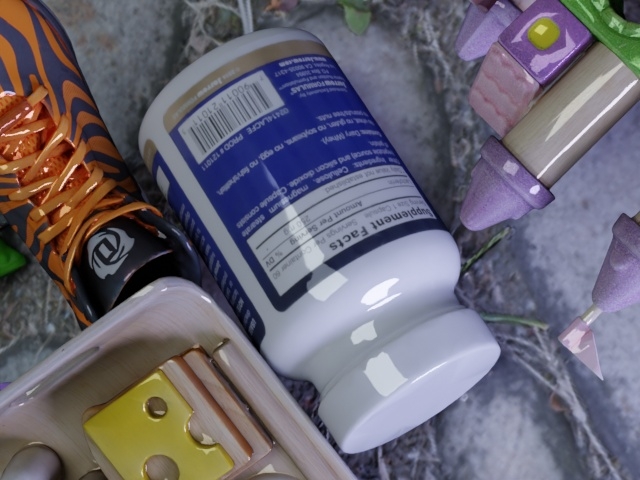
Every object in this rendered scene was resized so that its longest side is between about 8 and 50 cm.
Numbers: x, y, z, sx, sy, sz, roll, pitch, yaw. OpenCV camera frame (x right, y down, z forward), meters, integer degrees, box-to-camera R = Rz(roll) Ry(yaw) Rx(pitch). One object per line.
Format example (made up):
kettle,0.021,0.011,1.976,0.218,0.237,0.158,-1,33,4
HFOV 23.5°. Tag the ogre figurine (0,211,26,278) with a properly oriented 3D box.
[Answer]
ogre figurine,-0.259,-0.032,1.207,0.197,0.097,0.118,-29,91,36

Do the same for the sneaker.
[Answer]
sneaker,-0.168,-0.045,1.033,0.124,0.321,0.180,-40,39,-6

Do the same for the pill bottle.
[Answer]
pill bottle,0.000,0.000,1.042,0.153,0.153,0.265,-38,71,17

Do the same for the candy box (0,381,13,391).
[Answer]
candy box,-0.152,0.201,1.140,0.164,0.070,0.196,-3,83,25

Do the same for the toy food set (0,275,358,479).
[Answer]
toy food set,-0.090,0.199,0.993,0.219,0.092,0.306,-36,95,17

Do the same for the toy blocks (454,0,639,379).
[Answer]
toy blocks,0.155,-0.113,0.893,0.260,0.309,0.288,-45,68,10
